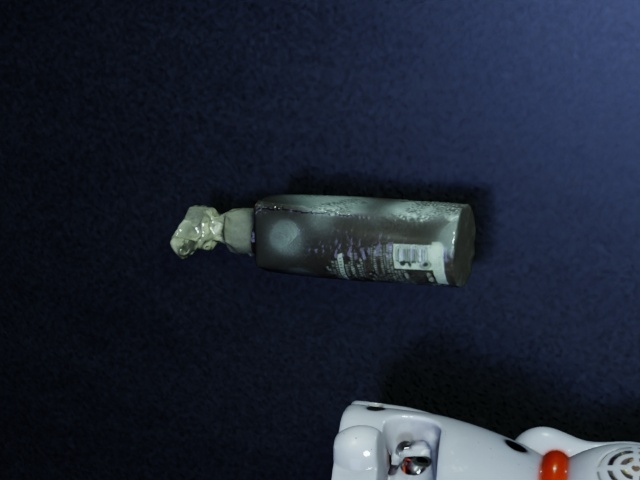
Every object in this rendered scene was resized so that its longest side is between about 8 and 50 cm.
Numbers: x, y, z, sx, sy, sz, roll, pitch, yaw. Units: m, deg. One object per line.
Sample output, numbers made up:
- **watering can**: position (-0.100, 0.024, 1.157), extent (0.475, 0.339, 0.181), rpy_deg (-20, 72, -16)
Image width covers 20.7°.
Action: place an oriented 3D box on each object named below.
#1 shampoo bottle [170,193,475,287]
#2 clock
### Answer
- **shampoo bottle**: position (0.000, -0.001, 1.201), extent (0.208, 0.063, 0.057), rpy_deg (3, 101, 23)
- **clock**: position (0.141, 0.196, 1.171), extent (0.254, 0.189, 0.188), rpy_deg (0, 109, 7)
